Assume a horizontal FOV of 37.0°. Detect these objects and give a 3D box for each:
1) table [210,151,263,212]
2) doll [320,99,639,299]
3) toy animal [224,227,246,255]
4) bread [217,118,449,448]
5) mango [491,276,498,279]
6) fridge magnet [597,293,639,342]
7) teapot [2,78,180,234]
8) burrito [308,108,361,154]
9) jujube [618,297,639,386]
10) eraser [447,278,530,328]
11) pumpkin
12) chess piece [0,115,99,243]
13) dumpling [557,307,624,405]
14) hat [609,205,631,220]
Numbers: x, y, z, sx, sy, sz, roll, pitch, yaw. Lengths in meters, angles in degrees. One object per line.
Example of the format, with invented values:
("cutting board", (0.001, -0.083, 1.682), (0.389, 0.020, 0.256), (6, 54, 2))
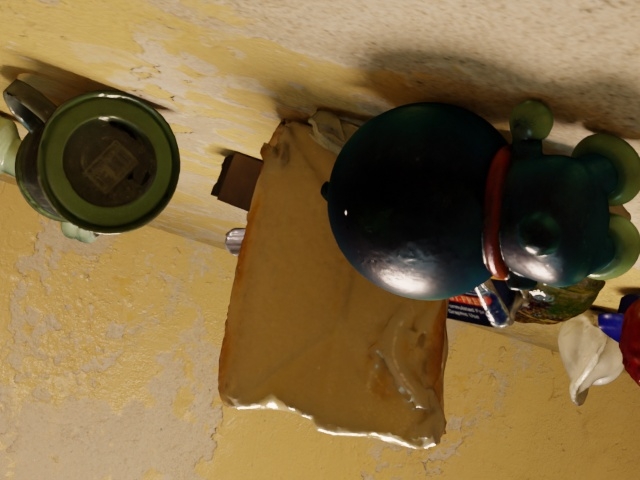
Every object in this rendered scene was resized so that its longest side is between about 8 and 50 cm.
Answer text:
("table", (-0.131, -0.095, 1.569), (0.070, 0.083, 0.082), (21, 179, -17))
("doll", (0.140, -0.038, 0.941), (0.322, 0.198, 0.186), (2, -165, 33))
("toy animal", (0.037, 0.003, 1.667), (0.367, 0.081, 0.206), (-7, -168, -44))
("bread", (0.046, 0.067, 1.287), (0.280, 0.389, 0.371), (7, 170, 7))
("mango", (0.283, 0.014, 1.487), (0.115, 0.089, 0.165), (30, 167, -22))
("fridge magnet", (0.652, 0.169, 1.779), (0.266, 0.112, 0.265), (15, 174, 2))
("teapot", (-0.377, -0.133, 1.458), (0.270, 0.200, 0.337), (46, 164, -19))
("burrito", (0.067, -0.100, 1.095), (0.186, 0.045, 0.041), (23, -151, 15))
("jujube", (0.597, 0.151, 1.399), (0.216, 0.216, 0.342), (18, 170, -19))
("eraser", (0.224, 0.064, 1.769), (0.332, 0.101, 0.155), (6, 134, 53))
("pumpkin", (0.371, 0.084, 1.769), (0.279, 0.111, 0.163), (12, 168, 37))
("chess piece", (-0.526, -0.135, 1.796), (0.299, 0.194, 0.194), (25, 173, -1))
("dumpling", (0.627, 0.270, 2.192), (0.243, 0.226, 0.175), (12, 180, -43))
("hat", (0.246, -0.066, 1.087), (0.173, 0.144, 0.166), (63, 158, -11))
